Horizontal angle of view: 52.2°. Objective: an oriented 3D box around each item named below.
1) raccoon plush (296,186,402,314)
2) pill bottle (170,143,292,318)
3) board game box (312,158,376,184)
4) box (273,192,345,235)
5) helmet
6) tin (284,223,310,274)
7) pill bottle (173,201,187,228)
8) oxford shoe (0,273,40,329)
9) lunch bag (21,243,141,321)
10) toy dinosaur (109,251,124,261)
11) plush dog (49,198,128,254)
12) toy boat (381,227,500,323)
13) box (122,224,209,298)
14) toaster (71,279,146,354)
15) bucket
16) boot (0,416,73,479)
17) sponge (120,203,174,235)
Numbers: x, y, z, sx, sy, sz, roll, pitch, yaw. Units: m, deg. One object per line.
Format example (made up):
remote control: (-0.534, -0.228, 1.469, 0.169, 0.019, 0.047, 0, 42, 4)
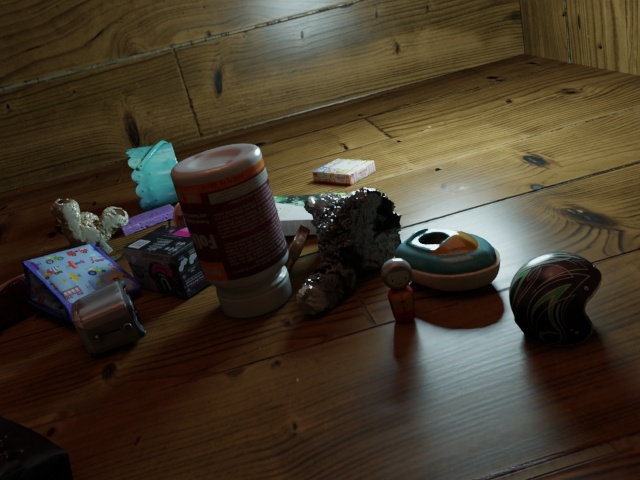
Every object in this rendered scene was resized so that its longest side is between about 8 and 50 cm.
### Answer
raccoon plush: (0.000, 0.000, 1.721, 0.299, 0.216, 0.446, 0, 25, 48)
pill bottle: (-0.208, -0.021, 1.617, 0.224, 0.392, 0.224, -12, 22, 5)
board game box: (0.088, -0.261, 2.462, 0.147, 0.045, 0.193, -31, 28, -36)
box: (-0.085, -0.084, 2.083, 0.322, 0.058, 0.232, -1, 24, 7)
helmet: (0.447, 0.102, 1.247, 0.169, 0.161, 0.169, -12, 23, 5)
tin: (-0.071, 0.025, 1.813, 0.040, 0.106, 0.189, 23, 27, -2)
pill bottle: (-0.382, -0.081, 2.214, 0.221, 0.121, 0.121, 2, 27, 33)
oxford shoe: (-0.936, 0.183, 1.921, 0.130, 0.123, 0.348, -3, 23, 37)
lunch bag: (-0.678, 0.132, 1.877, 0.293, 0.138, 0.221, 20, 28, 39)
toy dinosaur: (-0.760, 0.072, 2.161, 0.118, 0.064, 0.268, 18, 36, 41)
plush dog: (-0.839, -0.033, 2.351, 0.263, 0.210, 0.225, 9, 0, -19)
toy boat: (0.255, 0.055, 1.490, 0.268, 0.148, 0.318, 8, 31, 42)
box: (-0.422, 0.059, 1.884, 0.247, 0.142, 0.163, 6, 31, 41)
toaster: (-0.541, 0.192, 1.658, 0.146, 0.129, 0.227, -23, 25, -15)
bucket: (-0.660, -0.260, 2.624, 0.183, 0.281, 0.281, -15, 22, -13)
boot: (-0.702, 0.442, 1.175, 0.445, 0.146, 0.367, 14, 37, 41)
sponge: (-0.658, -0.081, 2.490, 0.210, 0.031, 0.117, -22, 23, -19)
